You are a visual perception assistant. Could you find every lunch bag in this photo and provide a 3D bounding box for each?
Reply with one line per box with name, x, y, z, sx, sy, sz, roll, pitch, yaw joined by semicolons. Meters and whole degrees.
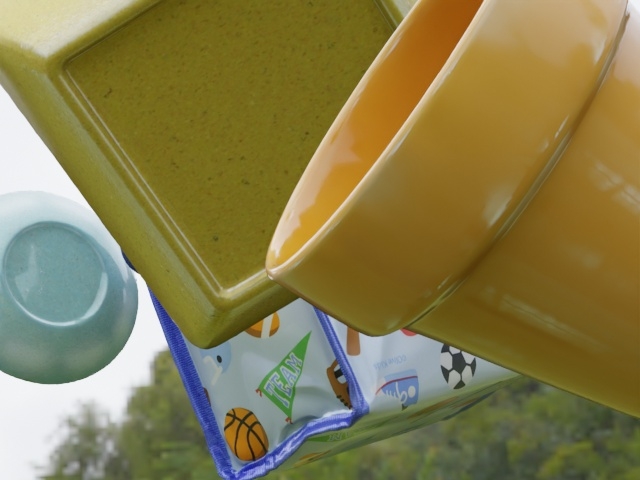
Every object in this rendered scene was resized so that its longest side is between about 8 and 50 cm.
lunch bag;0.000;0.000;1.499;0.239;0.385;0.328;-33;-15;39

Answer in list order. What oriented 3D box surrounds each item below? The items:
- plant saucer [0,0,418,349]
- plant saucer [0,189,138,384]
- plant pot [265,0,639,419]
plant saucer;-0.039;-0.105;1.157;0.333;0.332;0.081;-31;22;8
plant saucer;-0.253;0.037;1.483;0.195;0.194;0.037;5;-22;-29
plant pot;0.108;-0.019;0.718;0.188;0.205;0.205;34;-27;-9
